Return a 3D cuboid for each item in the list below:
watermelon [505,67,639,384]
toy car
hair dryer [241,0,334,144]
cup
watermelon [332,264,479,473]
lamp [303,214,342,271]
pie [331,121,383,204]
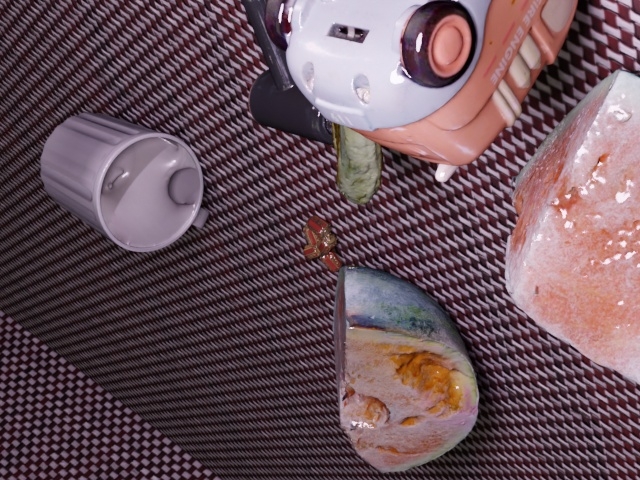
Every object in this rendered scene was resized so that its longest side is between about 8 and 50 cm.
[{"bbox_3d":[0.258,-0.010,1.576,0.213,0.201,0.262,36,155,6],"label":"watermelon"},{"bbox_3d":[0.107,-0.189,1.492,0.180,0.270,0.212,19,165,43],"label":"toy car"},{"bbox_3d":[-0.046,-0.219,1.986,0.128,0.070,0.255,23,145,46],"label":"hair dryer"},{"bbox_3d":[-0.275,-0.070,2.561,0.202,0.167,0.221,25,149,51],"label":"cup"},{"bbox_3d":[0.107,0.135,2.264,0.175,0.188,0.322,-1,145,-3],"label":"watermelon"},{"bbox_3d":[0.000,0.000,2.345,0.063,0.031,0.083,31,151,33],"label":"lamp"},{"bbox_3d":[0.031,-0.153,1.836,0.240,0.054,0.241,173,90,-89],"label":"pie"}]
